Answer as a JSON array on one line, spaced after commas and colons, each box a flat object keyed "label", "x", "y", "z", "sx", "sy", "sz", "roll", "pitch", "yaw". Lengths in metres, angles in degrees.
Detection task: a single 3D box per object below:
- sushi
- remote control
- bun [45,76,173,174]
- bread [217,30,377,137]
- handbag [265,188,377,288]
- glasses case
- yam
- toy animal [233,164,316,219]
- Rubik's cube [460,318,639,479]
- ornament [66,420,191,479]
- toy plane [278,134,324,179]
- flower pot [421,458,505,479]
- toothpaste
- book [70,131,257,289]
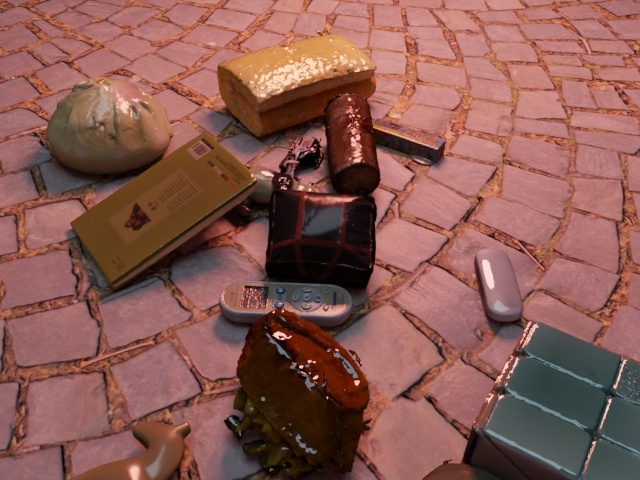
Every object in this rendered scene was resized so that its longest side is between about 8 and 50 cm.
[{"label": "sushi", "x": -0.041, "y": 0.232, "z": 1.026, "sx": 0.296, "sy": 0.179, "sz": 0.167, "roll": 44, "pitch": 32, "yaw": 19}, {"label": "remote control", "x": -0.064, "y": 0.118, "z": 1.220, "sx": 0.244, "sy": 0.047, "sz": 0.087, "roll": 3, "pitch": 45, "yaw": 1}, {"label": "bun", "x": -0.500, "y": -0.294, "z": 1.563, "sx": 0.293, "sy": 0.187, "sz": 0.293, "roll": 3, "pitch": 41, "yaw": -2}, {"label": "bread", "x": -0.060, "y": -0.426, "z": 1.738, "sx": 0.375, "sy": 0.165, "sz": 0.236, "roll": -22, "pitch": 51, "yaw": -25}, {"label": "handbag", "x": 0.000, "y": 0.000, "z": 1.273, "sx": 0.215, "sy": 0.155, "sz": 0.169, "roll": 5, "pitch": 62, "yaw": 5}, {"label": "glasses case", "x": 0.339, "y": 0.082, "z": 1.269, "sx": 0.067, "sy": 0.045, "sz": 0.178, "roll": 1, "pitch": 43, "yaw": 0}, {"label": "yam", "x": 0.071, "y": -0.218, "z": 1.539, "sx": 0.131, "sy": 0.131, "sz": 0.279, "roll": -1, "pitch": 46, "yaw": -3}, {"label": "toy animal", "x": -0.110, "y": -0.106, "z": 1.440, "sx": 0.225, "sy": 0.094, "sz": 0.121, "roll": 8, "pitch": 33, "yaw": 9}, {"label": "Rubik's cube", "x": 0.334, "y": 0.287, "z": 0.909, "sx": 0.231, "sy": 0.221, "sz": 0.224, "roll": 24, "pitch": 46, "yaw": 23}, {"label": "ornament", "x": -0.282, "y": 0.365, "z": 0.928, "sx": 0.245, "sy": 0.061, "sz": 0.230, "roll": -16, "pitch": 43, "yaw": -17}, {"label": "toy plane", "x": -0.046, "y": -0.194, "z": 1.568, "sx": 0.078, "sy": 0.053, "sz": 0.197, "roll": 7, "pitch": 41, "yaw": 19}, {"label": "flower pot", "x": 0.173, "y": 0.372, "z": 0.821, "sx": 0.235, "sy": 0.235, "sz": 0.140, "roll": 24, "pitch": 36, "yaw": 23}, {"label": "toothpaste", "x": 0.204, "y": -0.243, "z": 1.628, "sx": 0.193, "sy": 0.044, "sz": 0.070, "roll": 23, "pitch": 46, "yaw": 22}, {"label": "book", "x": -0.323, "y": -0.075, "z": 1.362, "sx": 0.352, "sy": 0.035, "sz": 0.239, "roll": -38, "pitch": 51, "yaw": -12}]
